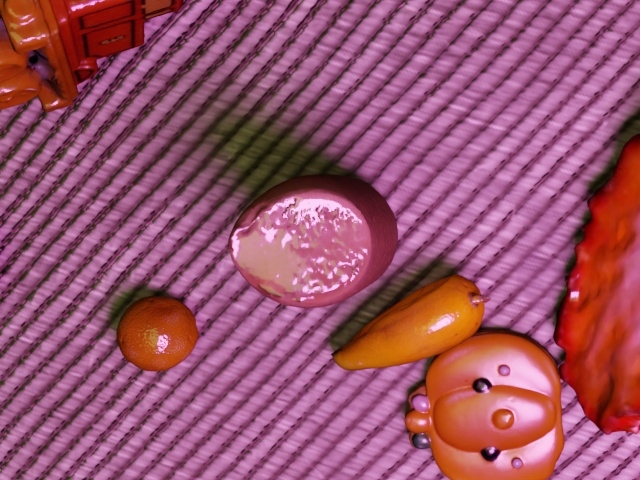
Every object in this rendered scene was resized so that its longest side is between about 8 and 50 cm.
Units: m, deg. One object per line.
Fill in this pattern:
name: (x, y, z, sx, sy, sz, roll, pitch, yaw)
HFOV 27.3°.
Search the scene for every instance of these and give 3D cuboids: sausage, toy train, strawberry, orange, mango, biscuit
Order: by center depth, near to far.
toy train: (-0.241, -0.227, 1.181, 0.232, 0.369, 0.163, -16, 88, -8)
strawberry: (0.353, 0.038, 1.202, 0.149, 0.265, 0.336, 6, 130, -29)
sausage: (0.000, 0.000, 1.218, 0.123, 0.253, 0.123, 1, 94, 10)
mango: (0.087, 0.088, 1.293, 0.187, 0.101, 0.066, -26, 93, 26)
biscuit: (0.162, 0.174, 1.319, 0.170, 0.050, 0.170, 1, 98, 10)
orange: (-0.167, 0.095, 1.353, 0.085, 0.085, 0.085, 2, 99, 10)
